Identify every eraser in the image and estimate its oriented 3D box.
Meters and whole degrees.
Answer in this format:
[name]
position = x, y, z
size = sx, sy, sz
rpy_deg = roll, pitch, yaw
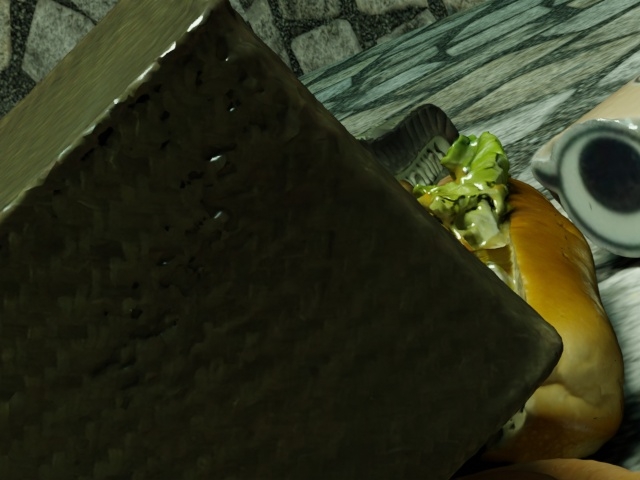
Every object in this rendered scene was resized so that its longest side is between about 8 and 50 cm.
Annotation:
[eraser]
position = 0.262, -0.094, 0.799
size = 0.171, 0.087, 0.290
rpy_deg = -9, 20, 49

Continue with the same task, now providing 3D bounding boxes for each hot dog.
[hot dog]
position = 0.058, 0.023, 0.676
size = 0.135, 0.100, 0.337
rpy_deg = -25, 10, 12

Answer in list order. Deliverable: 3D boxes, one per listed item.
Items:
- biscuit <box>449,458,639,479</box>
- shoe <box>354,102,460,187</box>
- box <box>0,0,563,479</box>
[biscuit]
position = 0.035, 0.119, 0.405
size = 0.202, 0.047, 0.334
rpy_deg = -34, 12, -38
[shoe]
position = -0.002, -0.002, 0.974
size = 0.149, 0.109, 0.293
rpy_deg = -25, 6, 29
[box]
position = -0.063, 0.022, 0.495
size = 0.184, 0.143, 0.273
rpy_deg = -44, 14, 1
